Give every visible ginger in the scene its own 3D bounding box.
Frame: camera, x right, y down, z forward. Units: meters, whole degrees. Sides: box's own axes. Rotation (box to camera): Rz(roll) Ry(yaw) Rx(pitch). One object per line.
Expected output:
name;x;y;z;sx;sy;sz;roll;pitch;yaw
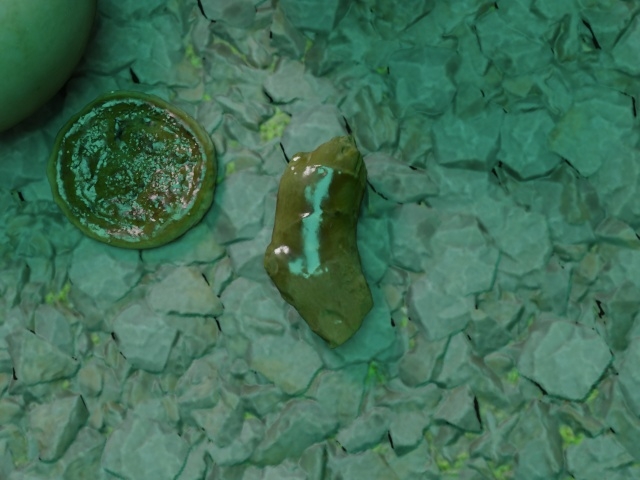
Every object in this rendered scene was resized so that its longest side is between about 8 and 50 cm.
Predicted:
ginger;0.002;0.000;1.023;0.095;0.069;0.190;3;83;9

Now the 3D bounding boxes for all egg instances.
egg;-0.309;-0.184;1.007;0.253;0.186;0.186;-34;82;-4

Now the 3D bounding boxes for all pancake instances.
pancake;-0.173;-0.066;1.063;0.158;0.028;0.158;0;82;1
